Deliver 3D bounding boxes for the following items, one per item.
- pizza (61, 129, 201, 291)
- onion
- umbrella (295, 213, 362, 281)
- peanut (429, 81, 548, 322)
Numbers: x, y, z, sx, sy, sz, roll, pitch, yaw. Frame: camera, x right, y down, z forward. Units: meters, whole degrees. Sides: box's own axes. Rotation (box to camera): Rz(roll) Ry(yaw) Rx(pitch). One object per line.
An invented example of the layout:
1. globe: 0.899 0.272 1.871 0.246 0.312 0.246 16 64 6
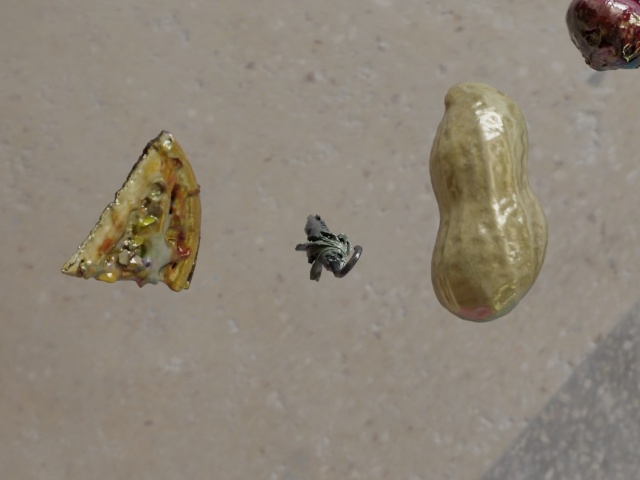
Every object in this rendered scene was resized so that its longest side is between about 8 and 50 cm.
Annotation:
1. pizza: -0.180 -0.014 1.231 0.036 0.176 0.184 24 120 32
2. onion: 0.319 -0.232 1.354 0.107 0.107 0.097 40 96 9
3. umbrella: -0.003 0.004 0.990 0.044 0.269 0.044 37 91 -10
4. peanut: 0.173 -0.040 1.282 0.124 0.123 0.256 -4 73 20
